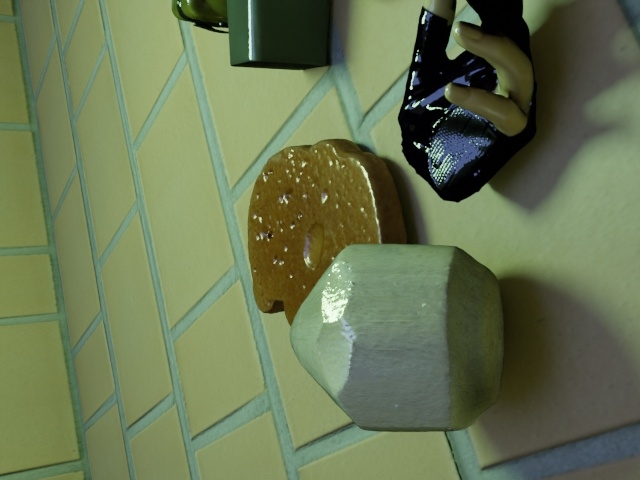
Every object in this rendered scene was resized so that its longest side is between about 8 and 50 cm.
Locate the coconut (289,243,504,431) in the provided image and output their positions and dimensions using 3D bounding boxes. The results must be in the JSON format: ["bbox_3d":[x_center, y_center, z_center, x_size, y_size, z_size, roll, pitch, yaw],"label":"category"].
[{"bbox_3d":[0.092,0.120,0.938,0.266,0.237,0.237,3,96,18],"label":"coconut"}]

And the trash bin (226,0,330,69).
[{"bbox_3d":[-0.069,-0.416,1.273,0.122,0.164,0.240,12,105,57],"label":"trash bin"}]

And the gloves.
[{"bbox_3d":[0.176,-0.200,0.896,0.197,0.152,0.301,53,160,33],"label":"gloves"}]

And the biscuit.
[{"bbox_3d":[0.001,0.000,1.268,0.455,0.078,0.349,27,117,55],"label":"biscuit"}]

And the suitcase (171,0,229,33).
[{"bbox_3d":[-0.165,-0.502,1.378,0.143,0.194,0.234,20,108,59],"label":"suitcase"}]
